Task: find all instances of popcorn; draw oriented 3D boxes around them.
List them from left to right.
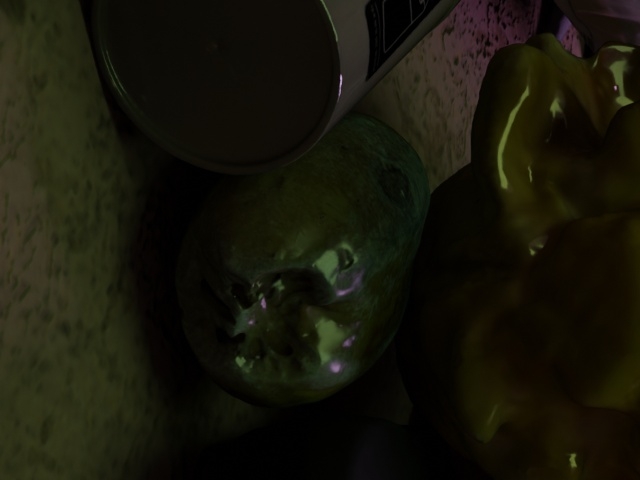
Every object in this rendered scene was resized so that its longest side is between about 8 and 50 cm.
[{"bbox_3d":[0.128,0.029,0.916,0.191,0.190,0.253,19,58,-22],"label":"popcorn"}]

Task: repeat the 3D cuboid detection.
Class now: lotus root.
[{"bbox_3d":[0.000,0.000,0.849,0.192,0.088,0.113,-48,145,-63],"label":"lotus root"}]

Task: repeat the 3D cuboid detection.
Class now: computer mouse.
[{"bbox_3d":[0.003,0.143,0.851,0.270,0.086,0.137,29,56,-73],"label":"computer mouse"}]

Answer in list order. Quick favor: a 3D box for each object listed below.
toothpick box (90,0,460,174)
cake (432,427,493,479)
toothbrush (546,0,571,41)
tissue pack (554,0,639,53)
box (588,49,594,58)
[{"bbox_3d":[-0.005,-0.112,0.816,0.180,0.111,0.111,-48,132,-53],"label":"toothpick box"},{"bbox_3d":[0.210,0.167,1.072,0.269,0.270,0.319,49,46,-52],"label":"cake"},{"bbox_3d":[0.170,-0.171,1.279,0.024,0.029,0.354,64,35,-42],"label":"toothbrush"},{"bbox_3d":[0.195,-0.266,1.163,0.390,0.195,0.375,29,43,-59],"label":"tissue pack"},{"bbox_3d":[0.303,-0.122,1.429,0.273,0.143,0.184,52,44,-50],"label":"box"}]
